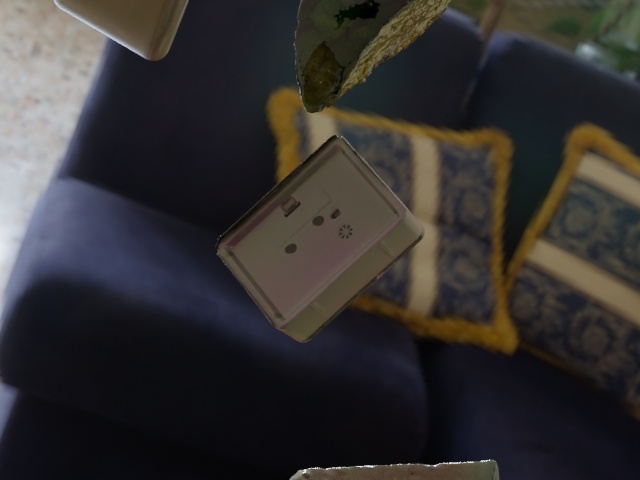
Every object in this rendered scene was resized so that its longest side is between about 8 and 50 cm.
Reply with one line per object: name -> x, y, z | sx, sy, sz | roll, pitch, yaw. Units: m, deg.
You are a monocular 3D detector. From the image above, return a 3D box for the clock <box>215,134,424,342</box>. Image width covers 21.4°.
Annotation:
clock -> 0.000, 0.000, 1.867 | 0.147, 0.192, 0.071 | 50, 5, 31

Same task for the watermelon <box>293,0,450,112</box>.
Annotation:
watermelon -> 0.066, -0.247, 1.817 | 0.123, 0.129, 0.301 | 23, 36, 22

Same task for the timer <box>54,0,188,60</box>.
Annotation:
timer -> -0.189, -0.235, 1.022 | 0.266, 0.175, 0.175 | 20, 19, -7

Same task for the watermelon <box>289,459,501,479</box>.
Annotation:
watermelon -> 0.037, 0.277, 1.356 | 0.201, 0.213, 0.261 | 33, 40, 6
